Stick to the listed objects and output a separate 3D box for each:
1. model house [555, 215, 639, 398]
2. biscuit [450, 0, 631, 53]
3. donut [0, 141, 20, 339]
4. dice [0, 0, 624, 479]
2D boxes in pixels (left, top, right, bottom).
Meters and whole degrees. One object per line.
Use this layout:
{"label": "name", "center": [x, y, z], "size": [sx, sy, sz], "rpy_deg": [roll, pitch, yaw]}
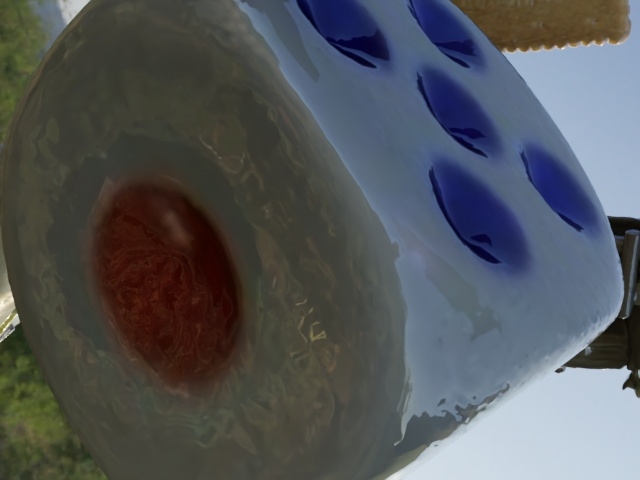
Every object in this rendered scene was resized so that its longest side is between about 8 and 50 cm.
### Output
{"label": "model house", "center": [0.271, 0.046, 0.946], "size": [0.122, 0.188, 0.229], "rpy_deg": [-51, 143, -53]}
{"label": "biscuit", "center": [0.247, -0.306, 1.118], "size": [0.030, 0.249, 0.160], "rpy_deg": [17, 71, -75]}
{"label": "donut", "center": [-0.328, -0.017, 1.050], "size": [0.142, 0.382, 0.382], "rpy_deg": [48, -15, -6]}
{"label": "dice", "center": [0.000, 0.000, 0.596], "size": [0.277, 0.304, 0.304], "rpy_deg": [-44, -106, 32]}
